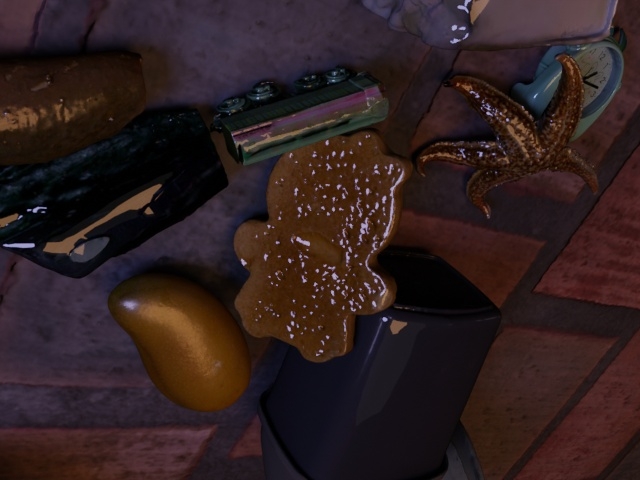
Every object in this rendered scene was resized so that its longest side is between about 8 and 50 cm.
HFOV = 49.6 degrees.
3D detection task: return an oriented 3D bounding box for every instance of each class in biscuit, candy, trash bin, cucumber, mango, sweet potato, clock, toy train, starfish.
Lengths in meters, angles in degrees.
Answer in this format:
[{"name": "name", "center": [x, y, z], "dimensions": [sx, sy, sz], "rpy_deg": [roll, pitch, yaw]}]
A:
[{"name": "biscuit", "center": [0.000, 0.000, 0.640], "dimensions": [0.036, 0.166, 0.225], "rpy_deg": [-24, 132, -66]}, {"name": "candy", "center": [0.143, -0.245, 0.517], "dimensions": [0.195, 0.137, 0.185], "rpy_deg": [-11, 130, -25]}, {"name": "trash bin", "center": [0.058, 0.163, 0.774], "dimensions": [0.209, 0.182, 0.290], "rpy_deg": [4, 118, -32]}, {"name": "cucumber", "center": [-0.167, -0.029, 0.554], "dimensions": [0.193, 0.086, 0.115], "rpy_deg": [-29, 134, -15]}, {"name": "mango", "center": [-0.132, 0.095, 0.672], "dimensions": [0.102, 0.085, 0.184], "rpy_deg": [-29, 125, -1]}, {"name": "sweet potato", "center": [-0.237, -0.082, 0.471], "dimensions": [0.244, 0.077, 0.077], "rpy_deg": [-16, 132, -22]}, {"name": "clock", "center": [0.269, -0.172, 0.718], "dimensions": [0.101, 0.041, 0.135], "rpy_deg": [30, 106, -41]}, {"name": "toy train", "center": [-0.019, -0.108, 0.578], "dimensions": [0.148, 0.071, 0.038], "rpy_deg": [-20, 133, -15]}, {"name": "starfish", "center": [0.211, -0.092, 0.701], "dimensions": [0.238, 0.057, 0.213], "rpy_deg": [20, 142, -19]}]

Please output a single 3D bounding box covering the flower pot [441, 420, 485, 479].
[{"name": "flower pot", "center": [0.104, 0.346, 0.956], "dimensions": [0.203, 0.212, 0.212], "rpy_deg": [-7, 130, -7]}]
